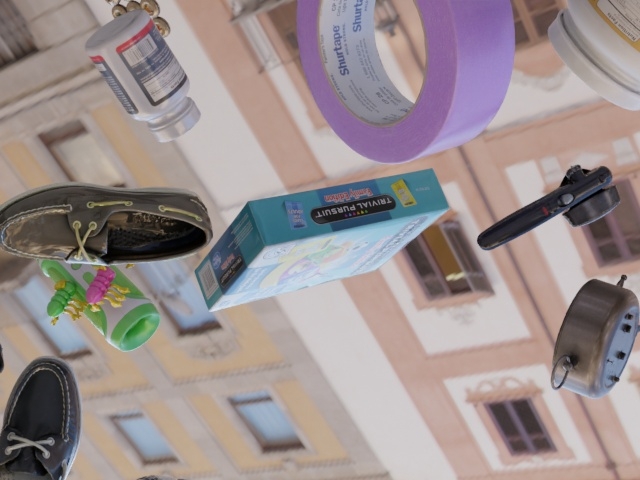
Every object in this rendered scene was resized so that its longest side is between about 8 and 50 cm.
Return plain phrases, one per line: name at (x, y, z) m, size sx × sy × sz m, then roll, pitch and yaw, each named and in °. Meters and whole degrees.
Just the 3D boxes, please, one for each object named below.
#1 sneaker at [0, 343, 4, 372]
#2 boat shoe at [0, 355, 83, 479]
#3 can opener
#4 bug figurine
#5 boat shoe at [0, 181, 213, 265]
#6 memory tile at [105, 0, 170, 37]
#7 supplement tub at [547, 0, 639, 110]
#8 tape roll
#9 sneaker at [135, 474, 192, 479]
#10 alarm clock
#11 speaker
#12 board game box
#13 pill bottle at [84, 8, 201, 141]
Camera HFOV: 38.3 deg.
sneaker at (-0.460, 0.162, 1.190) m, size 0.234 × 0.106 × 0.078 m, roll 111°, pitch 2°, yaw -57°
boat shoe at (-0.391, 0.308, 1.241) m, size 0.114 × 0.302 × 0.091 m, roll 6°, pitch 174°, yaw -6°
can opener at (0.277, -0.036, 1.134) m, size 0.186 × 0.073 × 0.059 m, roll -25°, pitch 173°, yaw 2°
bug figurine at (-0.463, 0.064, 1.882) m, size 0.279 × 0.072 × 0.216 m, roll -16°, pitch -140°, yaw 31°
boat shoe at (-0.301, -0.018, 1.285) m, size 0.305 × 0.109 × 0.091 m, roll -4°, pitch -152°, yaw -20°
memory tile at (-0.314, -0.394, 1.519) m, size 0.113 × 0.148 × 0.012 m, roll 0°, pitch -141°, yaw 38°
supplement tub at (0.321, -0.232, 0.844) m, size 0.200 × 0.144 × 0.144 m, roll -51°, pitch -170°, yaw 37°
tape roll at (0.088, -0.229, 1.043) m, size 0.090 × 0.275 × 0.275 m, roll -21°, pitch -163°, yaw -33°
sneaker at (-0.196, 0.431, 1.260) m, size 0.090 × 0.095 × 0.235 m, roll -39°, pitch -125°, yaw 12°
alarm clock at (0.301, 0.118, 1.019) m, size 0.064 × 0.129 × 0.192 m, roll 22°, pitch -150°, yaw 35°
speaker at (-0.472, 0.098, 1.948) m, size 0.131 × 0.131 × 0.296 m, roll -40°, pitch -114°, yaw -20°
board game box at (0.000, 0.000, 1.461) m, size 0.336 × 0.079 × 0.254 m, roll -12°, pitch 161°, yaw -31°
pill bottle at (-0.259, -0.242, 1.378) m, size 0.108 × 0.180 × 0.108 m, roll -22°, pitch -148°, yaw 14°
